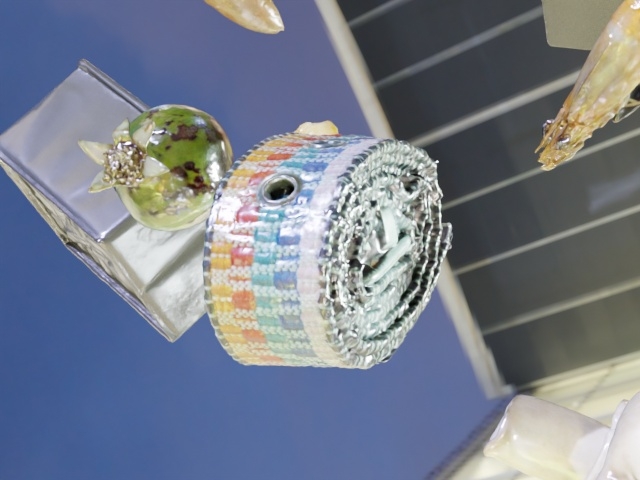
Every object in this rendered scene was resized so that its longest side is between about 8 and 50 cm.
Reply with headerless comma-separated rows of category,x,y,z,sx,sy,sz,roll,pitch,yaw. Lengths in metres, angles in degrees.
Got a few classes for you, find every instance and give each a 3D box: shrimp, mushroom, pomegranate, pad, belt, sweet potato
shrimp,0.340,-0.190,1.462,0.152,0.287,0.063,2,-140,-52
mushroom,0.395,0.299,1.788,0.314,0.336,0.314,-58,-17,-28
pomegranate,-0.173,-0.088,1.474,0.169,0.148,0.149,43,-142,-60
pad,0.369,-0.357,1.870,0.003,0.142,0.211,-48,-42,-39
belt,0.000,0.000,1.254,0.295,0.160,0.207,-48,-48,-56
sweet potato,-0.174,-0.376,1.634,0.341,0.092,0.114,41,179,2

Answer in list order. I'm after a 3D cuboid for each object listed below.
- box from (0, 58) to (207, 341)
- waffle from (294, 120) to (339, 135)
box,-0.285,-0.063,1.992,0.204,0.345,0.251,-43,-42,-13
waffle,-0.038,-0.040,2.058,0.057,0.274,0.168,12,-147,-33
